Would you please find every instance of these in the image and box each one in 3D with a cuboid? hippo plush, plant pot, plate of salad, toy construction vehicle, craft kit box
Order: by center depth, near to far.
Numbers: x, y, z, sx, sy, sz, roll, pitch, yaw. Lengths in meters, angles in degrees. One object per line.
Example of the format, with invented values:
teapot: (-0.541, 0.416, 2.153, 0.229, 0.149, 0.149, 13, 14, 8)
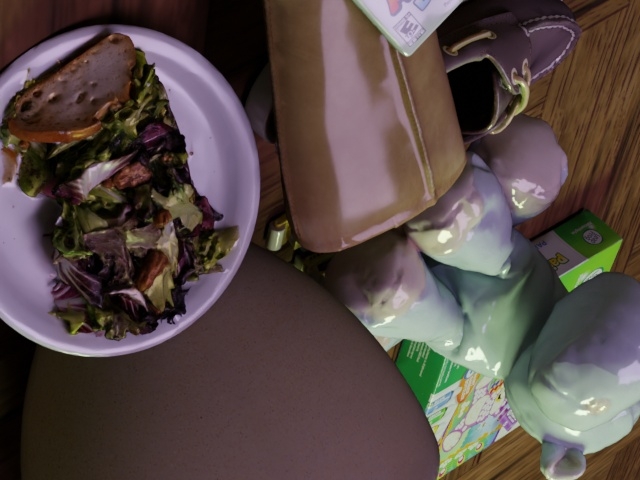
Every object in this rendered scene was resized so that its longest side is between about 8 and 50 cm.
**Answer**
plate of salad: (-0.119, -0.027, 1.172, 0.200, 0.048, 0.200, -5, 101, -30)
plant pot: (-0.085, 0.104, 1.319, 0.284, 0.284, 0.191, -33, 114, -29)
toy construction vehicle: (0.000, 0.000, 1.516, 0.098, 0.035, 0.086, -27, 147, -37)
hippo plush: (0.134, 0.078, 1.524, 0.234, 0.236, 0.294, -37, 168, -24)
craft kit box: (0.162, 0.115, 1.913, 0.246, 0.061, 0.250, -31, 150, -36)

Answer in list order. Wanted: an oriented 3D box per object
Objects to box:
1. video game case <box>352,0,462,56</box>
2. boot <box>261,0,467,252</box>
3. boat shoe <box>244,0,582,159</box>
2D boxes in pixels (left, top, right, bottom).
video game case: (0.063, -0.205, 1.134, 0.157, 0.019, 0.143, -46, 130, 0)
boot: (0.054, -0.157, 1.224, 0.236, 0.089, 0.269, -26, 125, -16)
boat shoe: (0.090, -0.112, 1.426, 0.324, 0.097, 0.116, -20, 144, -45)
